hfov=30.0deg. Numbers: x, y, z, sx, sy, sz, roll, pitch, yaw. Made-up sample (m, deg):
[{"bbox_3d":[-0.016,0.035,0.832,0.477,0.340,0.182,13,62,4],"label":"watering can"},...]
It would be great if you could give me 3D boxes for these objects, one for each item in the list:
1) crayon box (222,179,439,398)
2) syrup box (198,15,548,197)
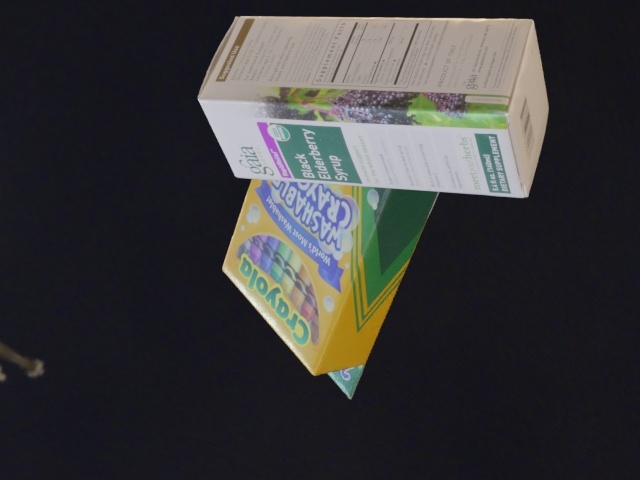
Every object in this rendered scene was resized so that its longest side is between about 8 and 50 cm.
[{"bbox_3d":[0.000,0.000,1.326,0.203,0.083,0.323,45,-51,37],"label":"crayon box"},{"bbox_3d":[0.040,-0.101,0.881,0.237,0.093,0.096,4,-126,22],"label":"syrup box"}]
